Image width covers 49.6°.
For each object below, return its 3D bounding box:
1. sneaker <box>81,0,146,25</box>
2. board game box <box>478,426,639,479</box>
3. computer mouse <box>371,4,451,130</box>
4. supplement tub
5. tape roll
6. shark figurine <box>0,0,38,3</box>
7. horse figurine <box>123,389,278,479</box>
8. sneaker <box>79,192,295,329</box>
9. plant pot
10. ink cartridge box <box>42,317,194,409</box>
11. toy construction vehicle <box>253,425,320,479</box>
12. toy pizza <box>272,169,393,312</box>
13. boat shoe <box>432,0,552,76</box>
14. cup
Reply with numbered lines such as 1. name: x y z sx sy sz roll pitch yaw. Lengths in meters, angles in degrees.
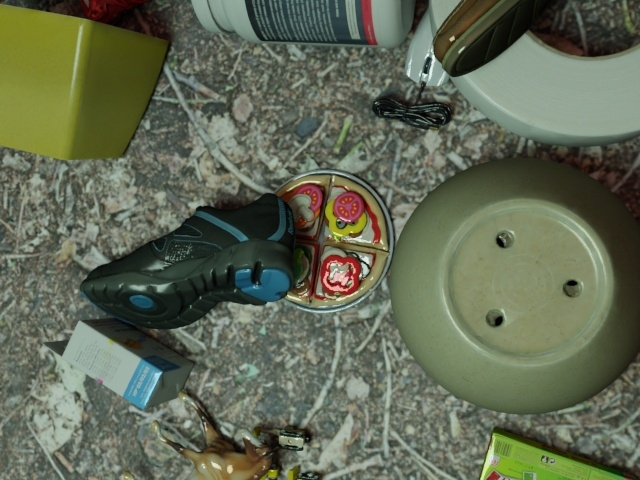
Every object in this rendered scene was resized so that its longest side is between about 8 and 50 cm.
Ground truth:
1. sneaker: -0.271 -0.366 1.039 0.221 0.087 0.128 30 102 26
2. board game box: 0.291 0.308 0.857 0.181 0.043 0.092 16 90 15
3. computer mouse: 0.147 -0.248 0.935 0.106 0.042 0.193 19 91 16
4. supplement tub: -0.016 -0.353 0.907 0.272 0.191 0.191 6 87 14
5. tape roll: 0.329 -0.313 0.859 0.392 0.072 0.392 -1 86 7
6. shark figurine: -0.488 -0.422 1.074 0.278 0.116 0.166 26 78 17
7. horse figurine: -0.185 0.342 0.962 0.174 0.066 0.263 33 94 17
8. sneaker: -0.181 0.033 0.970 0.340 0.125 0.140 -11 52 22
9. plant pot: -0.370 -0.219 0.987 0.212 0.212 0.187 13 101 14
10. ink cartridge box: -0.284 0.161 0.980 0.181 0.104 0.062 27 92 14
11. toy construction vehicle: -0.046 0.298 0.951 0.098 0.035 0.086 0 97 17
12. toy pizza: 0.000 0.000 0.958 0.201 0.032 0.201 -1 86 14
13. boat shoe: 0.226 -0.315 0.789 0.307 0.111 0.104 -43 78 -8
14. cup: 0.226 0.049 0.794 0.331 0.237 0.331 -1 85 15
